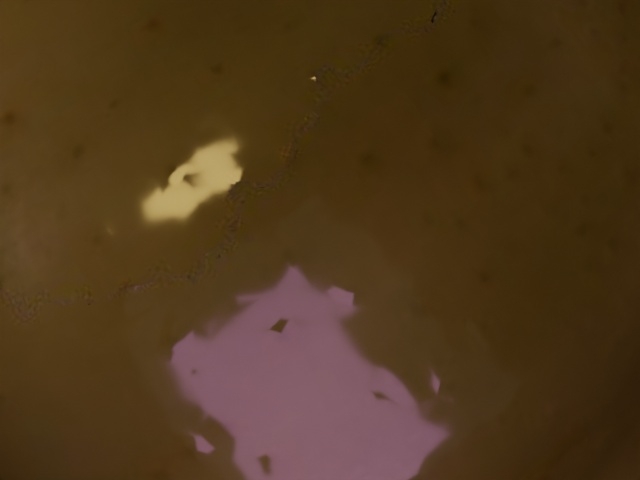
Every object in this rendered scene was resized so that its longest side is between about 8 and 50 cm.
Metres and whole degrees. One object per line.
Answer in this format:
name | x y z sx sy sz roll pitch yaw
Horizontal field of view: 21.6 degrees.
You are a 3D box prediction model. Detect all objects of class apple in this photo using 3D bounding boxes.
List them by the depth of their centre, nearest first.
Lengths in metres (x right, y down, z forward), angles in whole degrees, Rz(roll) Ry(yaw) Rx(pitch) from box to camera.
apple | 0.000 0.000 0.778 0.473 0.474 0.474 -6 121 -11
